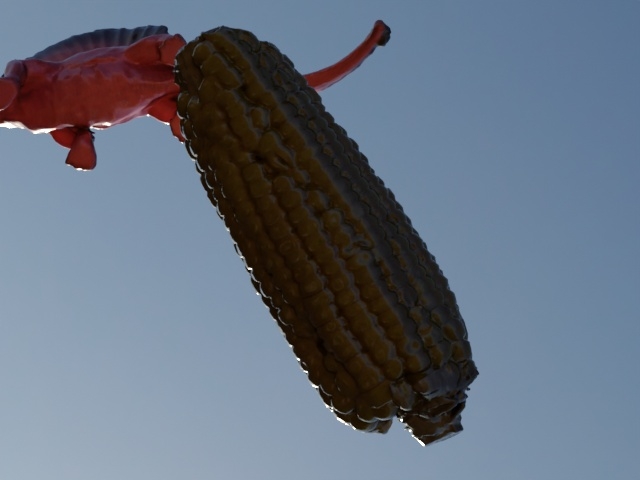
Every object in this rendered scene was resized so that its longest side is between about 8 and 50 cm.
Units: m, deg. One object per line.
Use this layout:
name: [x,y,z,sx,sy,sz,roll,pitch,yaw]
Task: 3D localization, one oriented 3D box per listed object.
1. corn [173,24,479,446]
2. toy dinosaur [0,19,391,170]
corn: [0.000,0.000,1.020,0.261,0.097,0.097,58,-36,3]
toy dinosaur: [-0.106,-0.111,1.171,0.139,0.286,0.070,-118,-165,-66]
